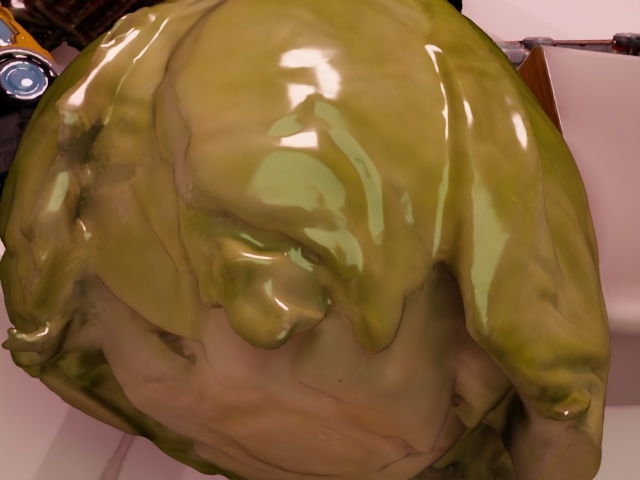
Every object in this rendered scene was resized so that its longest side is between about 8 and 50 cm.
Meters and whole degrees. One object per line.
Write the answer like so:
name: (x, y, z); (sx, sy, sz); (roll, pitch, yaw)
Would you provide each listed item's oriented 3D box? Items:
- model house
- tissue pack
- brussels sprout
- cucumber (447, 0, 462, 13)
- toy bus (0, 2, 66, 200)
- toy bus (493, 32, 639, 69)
model house: (-0.209, -0.199, 1.526); (0.165, 0.106, 0.152); (-43, 94, 2)
tissue pack: (0.221, -0.009, 1.533); (0.136, 0.159, 0.246); (2, 60, -22)
brussels sprout: (0.007, -0.018, 1.340); (0.425, 0.342, 0.361); (21, 62, -11)
cucumber: (0.093, -0.253, 1.674); (0.081, 0.072, 0.303); (19, 56, -9)
toy bus: (-0.288, -0.092, 1.410); (0.209, 0.126, 0.136); (-24, 64, -30)
toy bus: (0.207, -0.143, 1.648); (0.192, 0.077, 0.065); (-3, 99, -22)
